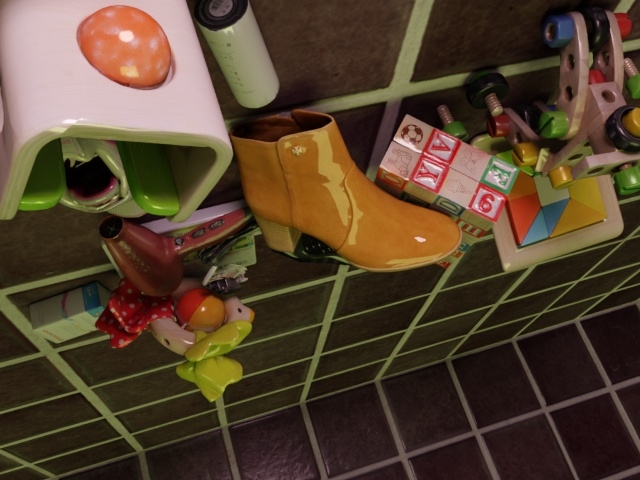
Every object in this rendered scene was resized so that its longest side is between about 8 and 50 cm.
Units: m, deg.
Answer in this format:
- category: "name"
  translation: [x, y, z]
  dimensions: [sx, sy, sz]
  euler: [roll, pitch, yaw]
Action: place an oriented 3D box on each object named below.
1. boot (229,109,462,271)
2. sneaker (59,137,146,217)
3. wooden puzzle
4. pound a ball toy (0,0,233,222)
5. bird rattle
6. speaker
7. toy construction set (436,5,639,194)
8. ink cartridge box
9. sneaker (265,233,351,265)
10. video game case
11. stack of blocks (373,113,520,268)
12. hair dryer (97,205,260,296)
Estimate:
- category: "boot"
  translation: [0.035, -0.067, 0.843]
  dimensions: [0.294, 0.104, 0.211]
  euler: [3, 137, 12]
- category: "sneaker"
  translation: [-0.254, -0.074, 0.736]
  dimensions: [0.102, 0.111, 0.252]
  euler: [-21, 157, 3]
- category: "wooden puzzle"
  translation: [0.378, -0.086, 1.079]
  dimensions: [0.220, 0.239, 0.044]
  euler: [-18, -170, -4]
- category: "pound a ball toy"
  translation: [-0.180, -0.135, 0.403]
  dimensions: [0.208, 0.319, 0.136]
  euler: [0, 149, -37]
- category: "bird rattle"
  translation: [-0.222, 0.135, 1.066]
  dimensions: [0.207, 0.253, 0.143]
  euler: [-42, 151, -55]
- category: "speaker"
  translation: [-0.083, -0.195, 0.677]
  dimensions: [0.055, 0.055, 0.136]
  euler: [-20, 156, 2]
- category: "toy construction set"
  translation: [0.379, -0.146, 0.910]
  dimensions: [0.308, 0.237, 0.257]
  euler: [0, 150, -38]
- category: "ink cartridge box"
  translation: [-0.416, 0.124, 1.115]
  dimensions: [0.122, 0.052, 0.088]
  euler: [-20, 156, -2]
- category: "sneaker"
  translation: [0.000, 0.000, 1.167]
  dimensions: [0.097, 0.084, 0.234]
  euler: [-8, 168, 41]
- category: "video game case"
  translation: [-0.219, 0.015, 1.065]
  dimensions: [0.226, 0.026, 0.206]
  euler: [-14, 156, -10]
- category: "stack of blocks"
  translation: [0.165, -0.060, 1.002]
  dimensions: [0.171, 0.087, 0.297]
  euler: [26, 166, 5]
- category: "hair dryer"
  translation: [-0.192, -0.004, 0.955]
  dimensions: [0.293, 0.080, 0.224]
  euler: [-1, 135, -47]
